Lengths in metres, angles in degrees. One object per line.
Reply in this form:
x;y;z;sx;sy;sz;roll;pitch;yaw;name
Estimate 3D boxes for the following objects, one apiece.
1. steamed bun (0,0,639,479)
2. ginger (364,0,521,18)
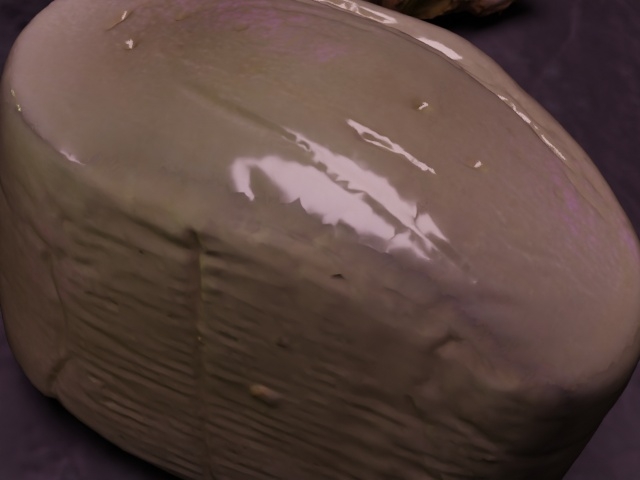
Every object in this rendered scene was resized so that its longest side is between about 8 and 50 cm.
0.000;0.000;0.643;0.250;0.200;0.155;22;53;8;steamed bun
0.032;-0.126;0.839;0.173;0.051;0.069;-24;56;-15;ginger
